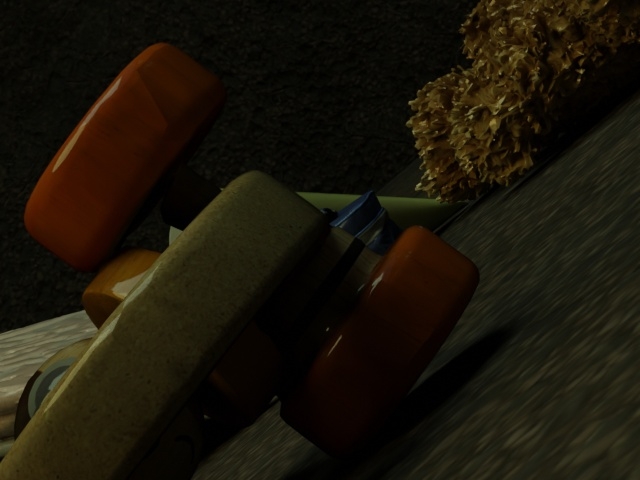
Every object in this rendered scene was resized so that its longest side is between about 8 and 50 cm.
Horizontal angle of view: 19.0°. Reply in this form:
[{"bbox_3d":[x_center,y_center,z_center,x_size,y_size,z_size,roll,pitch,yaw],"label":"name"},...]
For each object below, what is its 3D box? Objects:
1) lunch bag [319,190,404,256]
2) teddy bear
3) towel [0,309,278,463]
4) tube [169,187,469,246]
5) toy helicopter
[{"bbox_3d":[0.016,0.011,1.081,0.067,0.065,0.098,-40,1,7],"label":"lunch bag"},{"bbox_3d":[0.165,-0.126,1.151,0.245,0.113,0.338,-32,-12,-43],"label":"teddy bear"},{"bbox_3d":[-0.184,0.094,1.192,0.332,0.053,0.317,-15,6,-4],"label":"towel"},{"bbox_3d":[0.000,0.000,1.205,0.070,0.062,0.240,8,5,35],"label":"tube"},{"bbox_3d":[-0.105,0.115,0.682,0.355,0.140,0.235,-53,1,43],"label":"toy helicopter"}]
